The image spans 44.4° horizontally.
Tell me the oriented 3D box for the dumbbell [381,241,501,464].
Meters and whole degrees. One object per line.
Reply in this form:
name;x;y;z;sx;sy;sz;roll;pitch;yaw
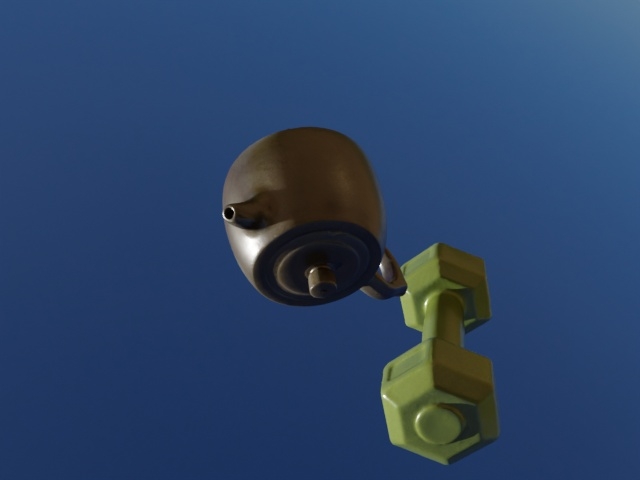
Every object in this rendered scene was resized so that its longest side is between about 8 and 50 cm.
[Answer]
dumbbell;0.134;0.110;0.855;0.108;0.121;0.302;48;-158;-12

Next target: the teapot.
teapot;0.000;0.000;0.366;0.121;0.076;0.068;30;-147;-39
